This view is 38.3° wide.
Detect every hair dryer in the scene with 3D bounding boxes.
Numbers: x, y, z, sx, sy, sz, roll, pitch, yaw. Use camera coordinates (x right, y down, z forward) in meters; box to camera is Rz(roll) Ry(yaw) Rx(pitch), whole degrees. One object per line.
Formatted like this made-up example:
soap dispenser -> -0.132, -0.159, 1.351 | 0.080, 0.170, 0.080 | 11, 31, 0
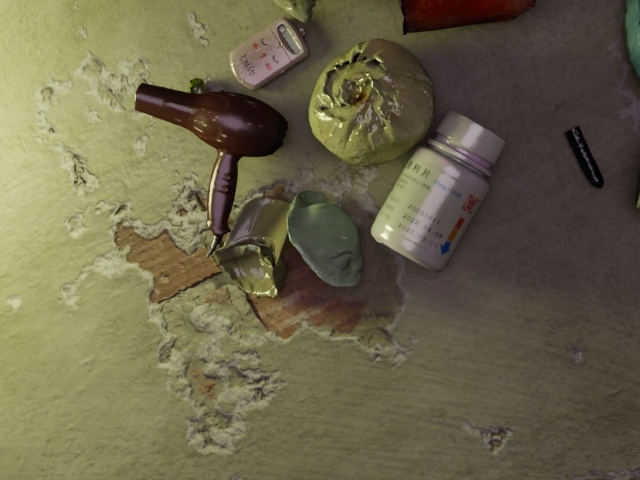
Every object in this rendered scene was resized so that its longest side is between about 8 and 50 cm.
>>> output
hair dryer -> -0.241, -0.138, 1.868 | 0.312, 0.123, 0.341 | 10, 92, -5

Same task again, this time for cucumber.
cucumber -> 0.529, -0.163, 1.837 | 0.032, 0.032, 0.133 | -26, 89, 6

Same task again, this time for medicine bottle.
medicine bottle -> 0.235, -0.097, 1.803 | 0.170, 0.170, 0.293 | 31, 95, 5

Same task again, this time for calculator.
calculator -> -0.105, -0.387, 1.909 | 0.175, 0.032, 0.100 | -33, 87, 6

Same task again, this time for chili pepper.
chili pepper -> 0.289, -0.500, 1.755 | 0.305, 0.251, 0.229 | 3, 57, 2

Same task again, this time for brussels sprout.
brussels sprout -> -0.238, -0.303, 1.919 | 0.083, 0.046, 0.051 | 28, 96, 5

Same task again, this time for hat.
hat -> -0.106, 0.014, 1.904 | 0.166, 0.144, 0.173 | 18, 51, 35

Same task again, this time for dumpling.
dumpling -> 0.000, 0.003, 1.855 | 0.152, 0.108, 0.219 | -23, 77, -23

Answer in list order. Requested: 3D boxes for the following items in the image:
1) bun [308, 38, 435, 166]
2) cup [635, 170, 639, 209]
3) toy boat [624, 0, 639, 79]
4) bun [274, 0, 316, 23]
bun -> 0.089, -0.277, 1.797 | 0.259, 0.152, 0.260 | -6, 75, 25
cup -> 0.725, -0.071, 1.760 | 0.234, 0.186, 0.258 | 10, 120, 15
toy boat -> 0.695, -0.427, 1.790 | 0.215, 0.123, 0.330 | 3, 80, -1
bun -> -0.010, -0.579, 1.806 | 0.281, 0.205, 0.282 | -6, 110, -16
